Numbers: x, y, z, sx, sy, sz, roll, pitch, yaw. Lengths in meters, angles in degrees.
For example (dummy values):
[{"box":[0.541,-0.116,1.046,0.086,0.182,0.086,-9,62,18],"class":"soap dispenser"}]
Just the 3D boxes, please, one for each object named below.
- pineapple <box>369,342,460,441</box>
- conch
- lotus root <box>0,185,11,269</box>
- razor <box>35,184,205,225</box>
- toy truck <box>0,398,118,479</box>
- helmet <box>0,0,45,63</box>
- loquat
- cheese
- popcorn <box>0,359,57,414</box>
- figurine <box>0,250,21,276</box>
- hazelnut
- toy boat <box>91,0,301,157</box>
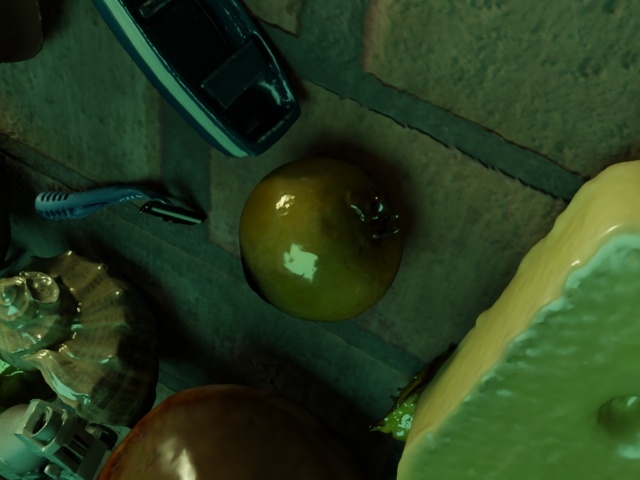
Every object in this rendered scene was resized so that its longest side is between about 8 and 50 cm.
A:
[{"box":[0.163,0.168,0.969,0.135,0.079,0.233,41,142,-6],"class":"pineapple"},{"box":[-0.278,0.110,1.219,0.210,0.159,0.291,31,-179,37],"class":"conch"},{"box":[-0.519,-0.060,1.166,0.250,0.250,0.346,-24,104,50],"class":"lotus root"},{"box":[-0.241,-0.041,1.120,0.253,0.042,0.082,1,171,42],"class":"razor"},{"box":[-0.364,0.258,1.220,0.257,0.108,0.140,-12,133,41],"class":"toy truck"},{"box":[-0.440,-0.247,0.870,0.337,0.230,0.385,48,155,-8],"class":"helmet"},{"box":[0.000,0.000,0.878,0.163,0.137,0.163,21,124,35],"class":"loquat"},{"box":[0.281,0.152,0.781,0.384,0.104,0.384,10,126,14],"class":"cheese"},{"box":[-0.476,0.189,1.395,0.237,0.251,0.206,28,149,20],"class":"popcorn"},{"box":[-0.461,0.021,1.331,0.082,0.094,0.086,-32,100,40],"class":"figurine"},{"box":[-0.105,0.328,1.183,0.372,0.315,0.372,6,176,0],"class":"hazelnut"},{"box":[-0.133,-0.198,0.817,0.299,0.096,0.062,53,150,-17],"class":"toy boat"}]
